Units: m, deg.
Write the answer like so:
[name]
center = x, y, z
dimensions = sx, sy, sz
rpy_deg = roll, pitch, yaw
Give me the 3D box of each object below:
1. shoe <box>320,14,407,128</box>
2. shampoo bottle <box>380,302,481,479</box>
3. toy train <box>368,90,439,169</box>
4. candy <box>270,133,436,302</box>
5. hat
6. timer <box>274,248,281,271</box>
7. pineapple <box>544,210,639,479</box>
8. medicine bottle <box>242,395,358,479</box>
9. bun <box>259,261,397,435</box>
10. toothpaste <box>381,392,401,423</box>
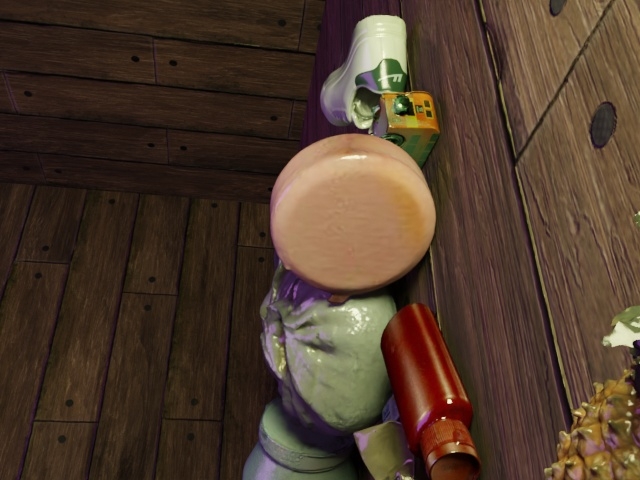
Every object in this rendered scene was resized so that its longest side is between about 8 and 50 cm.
[shoe]
center = 0.086, -0.274, 1.268
dimensions = 0.363, 0.131, 0.160
rpy_deg = 130, 139, -71
[shampoo bottle]
center = 0.134, 0.189, 0.808
dimensions = 0.102, 0.064, 0.260
rpy_deg = -59, 18, 22
[toy train]
center = 0.121, -0.155, 1.005
dimensions = 0.188, 0.099, 0.072
rpy_deg = 110, 160, -62
[candy]
center = 0.044, -0.029, 0.956
dimensions = 0.094, 0.255, 0.256
rpy_deg = -97, 13, -55
[hat]
center = 0.122, 0.360, 0.901
dimensions = 0.173, 0.144, 0.166
rpy_deg = 44, -154, -36
[timer]
center = 0.000, 0.000, 1.466
dimensions = 0.194, 0.194, 0.193
rpy_deg = -109, 24, -69
[pineapple]
center = 0.194, 0.049, 0.297
dimensions = 0.119, 0.130, 0.278
rpy_deg = -40, -40, -58
[medicine bottle]
center = -0.038, 0.487, 1.320
dimensions = 0.245, 0.244, 0.290
rpy_deg = -103, 21, -67
[bun]
center = -0.003, 0.169, 1.151
dimensions = 0.354, 0.194, 0.355
rpy_deg = 180, 90, -64
[toothpaste]
center = 0.126, 0.249, 0.969
dimensions = 0.164, 0.034, 0.046
rpy_deg = 105, 167, -55
